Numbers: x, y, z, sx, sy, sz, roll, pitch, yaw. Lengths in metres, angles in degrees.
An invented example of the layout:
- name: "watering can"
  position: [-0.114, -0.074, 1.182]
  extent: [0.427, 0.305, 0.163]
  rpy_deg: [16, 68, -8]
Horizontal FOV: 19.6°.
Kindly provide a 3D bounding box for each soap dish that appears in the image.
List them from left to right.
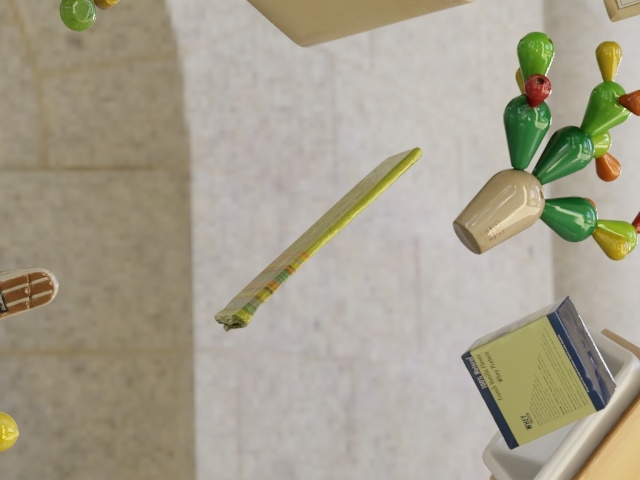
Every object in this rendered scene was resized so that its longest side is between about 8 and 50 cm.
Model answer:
- name: "soap dish"
  position: [0.300, 0.222, 2.068]
  extent: [0.118, 0.229, 0.291]
  rpy_deg: [38, 1, -7]

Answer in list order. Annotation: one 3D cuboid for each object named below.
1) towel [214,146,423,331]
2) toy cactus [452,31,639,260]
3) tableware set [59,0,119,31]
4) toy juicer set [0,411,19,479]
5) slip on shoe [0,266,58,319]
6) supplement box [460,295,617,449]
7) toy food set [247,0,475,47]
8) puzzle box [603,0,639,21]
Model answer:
- name: "towel"
  position: [0.000, 0.000, 1.736]
  extent: [0.237, 0.021, 0.102]
  rpy_deg: [-43, 9, -14]
- name: "toy cactus"
  position: [0.187, -0.050, 1.453]
  extent: [0.180, 0.219, 0.112]
  rpy_deg: [-39, 42, -15]
- name: "tableware set"
  position: [-0.233, -0.279, 1.732]
  extent: [0.104, 0.154, 0.024]
  rpy_deg: [-37, 19, -28]
- name: "toy juicer set"
  position: [-0.426, 0.329, 2.364]
  extent: [0.329, 0.209, 0.089]
  rpy_deg: [30, -14, -15]
- name: "slip on shoe"
  position: [-0.317, 0.053, 1.767]
  extent: [0.135, 0.051, 0.041]
  rpy_deg: [-16, 9, -2]
- name: "supplement box"
  position: [0.166, 0.100, 1.405]
  extent: [0.083, 0.083, 0.056]
  rpy_deg: [-28, 1, 21]
- name: "toy food set"
  position: [0.007, -0.320, 1.927]
  extent: [0.219, 0.092, 0.306]
  rpy_deg: [-11, -32, 34]
- name: "puzzle box"
  position: [0.306, -0.402, 1.497]
  extent: [0.272, 0.409, 0.052]
  rpy_deg: [-16, 22, 16]
